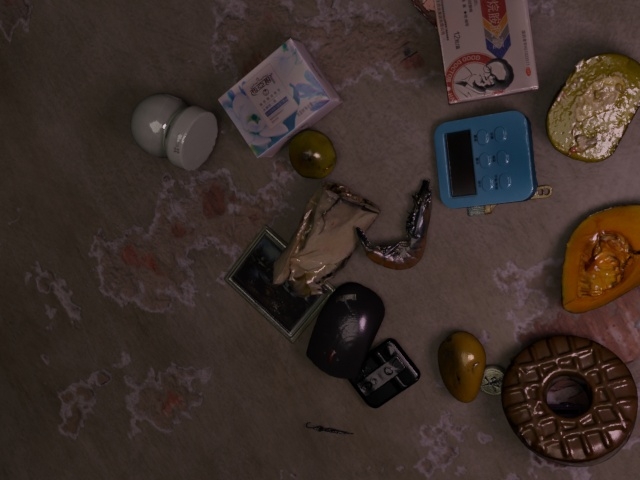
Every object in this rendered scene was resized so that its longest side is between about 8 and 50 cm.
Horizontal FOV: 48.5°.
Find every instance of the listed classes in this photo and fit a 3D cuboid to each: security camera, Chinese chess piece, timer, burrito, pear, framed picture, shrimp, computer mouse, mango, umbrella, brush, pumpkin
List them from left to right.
[{"bbox_3d":[-0.440,-0.324,2.056,0.236,0.194,0.194,23,106,17],"label":"security camera"},{"bbox_3d":[-0.125,0.132,2.108,0.296,0.019,0.232,41,110,9],"label":"framed picture"},{"bbox_3d":[-0.028,-0.233,1.960,0.141,0.104,0.141,5,105,18],"label":"pear"},{"bbox_3d":[-0.003,-0.002,1.976,0.332,0.190,0.135,-56,44,17],"label":"burrito"},{"bbox_3d":[0.026,0.571,2.130,0.149,0.022,0.022,9,140,18],"label":"umbrella"},{"bbox_3d":[0.067,0.254,1.999,0.170,0.100,0.269,24,99,24],"label":"computer mouse"},{"bbox_3d":[0.175,0.383,2.024,0.187,0.055,0.144,-40,85,22],"label":"timer"},{"bbox_3d":[0.201,-0.051,1.911,0.198,0.051,0.262,11,102,-10],"label":"shrimp"},{"bbox_3d":[0.380,0.341,1.907,0.137,0.098,0.195,-7,88,47],"label":"mango"},{"bbox_3d":[0.414,-0.202,1.814,0.250,0.091,0.231,-7,92,24],"label":"timer"},{"bbox_3d":[0.469,0.380,1.928,0.084,0.034,0.084,3,100,18],"label":"Chinese chess piece"},{"bbox_3d":[0.490,-0.114,1.847,0.218,0.010,0.082,-6,97,21],"label":"brush"},{"bbox_3d":[0.707,0.041,1.755,0.312,0.148,0.169,-37,47,14],"label":"pumpkin"}]

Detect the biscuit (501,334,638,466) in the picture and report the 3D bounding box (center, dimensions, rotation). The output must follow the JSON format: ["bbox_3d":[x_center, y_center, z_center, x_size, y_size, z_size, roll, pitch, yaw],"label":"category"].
[{"bbox_3d":[0.620,0.397,1.773,0.332,0.103,0.332,-8,66,17],"label":"biscuit"}]

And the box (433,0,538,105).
[{"bbox_3d":[0.386,-0.516,1.697,0.214,0.069,0.353,-8,95,9],"label":"box"}]

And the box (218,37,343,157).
[{"bbox_3d":[-0.111,-0.387,1.960,0.274,0.116,0.203,-34,86,22],"label":"box"}]

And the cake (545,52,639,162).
[{"bbox_3d":[0.646,-0.319,1.685,0.179,0.156,0.260,25,105,8],"label":"cake"}]

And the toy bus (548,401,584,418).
[{"bbox_3d":[0.598,0.477,1.864,0.178,0.098,0.086,-5,98,21],"label":"toy bus"}]

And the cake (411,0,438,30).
[{"bbox_3d":[0.331,-0.538,1.784,0.287,0.098,0.135,30,108,12],"label":"cake"}]
